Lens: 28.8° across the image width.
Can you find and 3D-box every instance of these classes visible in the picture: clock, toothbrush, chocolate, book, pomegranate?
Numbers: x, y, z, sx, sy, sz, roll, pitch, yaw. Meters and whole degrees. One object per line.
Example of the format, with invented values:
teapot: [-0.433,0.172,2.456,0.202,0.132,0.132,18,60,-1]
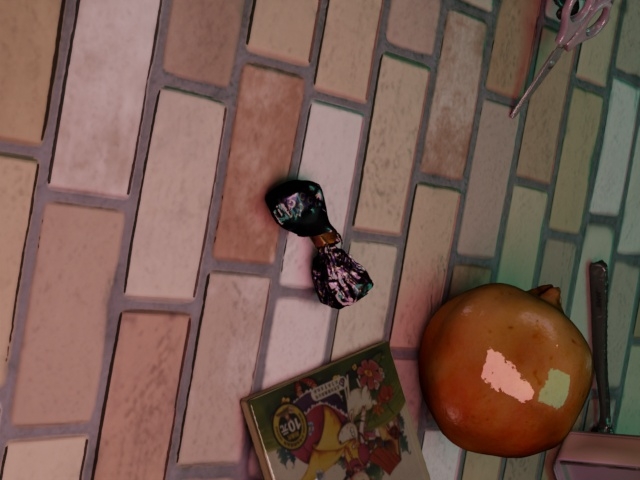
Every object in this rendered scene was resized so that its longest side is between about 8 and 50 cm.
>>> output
clock: [0.417,0.357,1.741,0.071,0.146,0.192,-58,137,-42]
toothbrush: [0.395,0.166,1.763,0.030,0.030,0.297,-20,115,-34]
chocolate: [0.001,-0.002,1.242,0.072,0.070,0.147,-77,150,-48]
book: [0.046,0.285,1.302,0.228,0.018,0.323,-18,90,-46]
pomegranate: [0.210,0.148,1.412,0.209,0.209,0.209,-15,110,-47]

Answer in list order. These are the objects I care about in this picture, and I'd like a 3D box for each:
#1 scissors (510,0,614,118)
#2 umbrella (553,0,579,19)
scissors: [0.285,-0.225,1.502,0.189,0.015,0.100,-54,144,10]
umbrella: [0.256,-0.389,1.412,0.349,0.094,0.143,40,71,-50]
